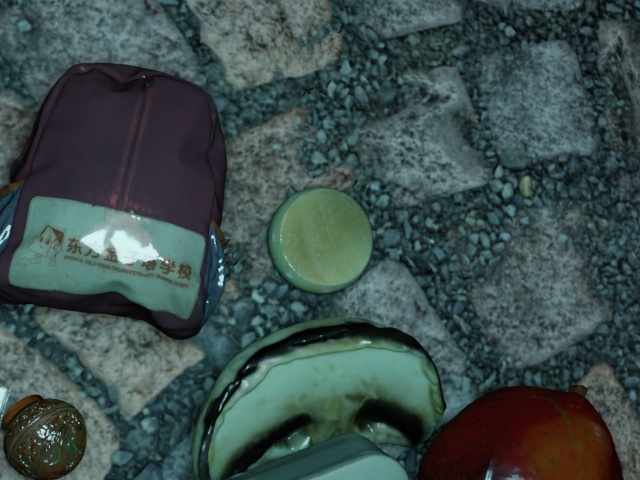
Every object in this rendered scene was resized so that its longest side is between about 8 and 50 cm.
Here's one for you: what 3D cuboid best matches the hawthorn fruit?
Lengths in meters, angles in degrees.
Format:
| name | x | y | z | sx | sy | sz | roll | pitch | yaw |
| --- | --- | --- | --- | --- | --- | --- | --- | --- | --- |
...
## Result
| name | x | y | z | sx | sy | sz | roll | pitch | yaw |
| --- | --- | --- | --- | --- | --- | --- | --- | --- | --- |
| hawthorn fruit | 0.266 | 0.305 | 1.418 | 0.265 | 0.265 | 0.307 | 40 | 55 | -9 |

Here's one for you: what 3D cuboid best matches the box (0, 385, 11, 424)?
| name | x | y | z | sx | sy | sz | roll | pitch | yaw |
| --- | --- | --- | --- | --- | --- | --- | --- | --- | --- |
| box | -0.459 | 0.275 | 1.284 | 0.129 | 0.033 | 0.247 | 19 | 75 | -16 |

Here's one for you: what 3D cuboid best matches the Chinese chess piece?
| name | x | y | z | sx | sy | sz | roll | pitch | yaw |
| --- | --- | --- | --- | --- | --- | --- | --- | --- | --- |
| Chinese chess piece | 0.000 | 0.000 | 1.476 | 0.144 | 0.058 | 0.144 | 2 | 82 | -18 |

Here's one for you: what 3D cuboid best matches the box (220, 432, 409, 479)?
| name | x | y | z | sx | sy | sz | roll | pitch | yaw |
| --- | --- | --- | --- | --- | --- | --- | --- | --- | --- |
| box | -0.056 | 0.469 | 1.309 | 0.397 | 0.111 | 0.395 | -17 | 103 | -20 |

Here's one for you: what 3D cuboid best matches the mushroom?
| name | x | y | z | sx | sy | sz | roll | pitch | yaw |
| --- | --- | --- | --- | --- | --- | --- | --- | --- | --- |
| mushroom | -0.012 | 0.216 | 1.405 | 0.344 | 0.130 | 0.247 | -23 | 116 | -18 |

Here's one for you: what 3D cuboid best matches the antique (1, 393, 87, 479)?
| name | x | y | z | sx | sy | sz | roll | pitch | yaw |
| --- | --- | --- | --- | --- | --- | --- | --- | --- | --- |
| antique | -0.323 | 0.235 | 1.302 | 0.104 | 0.104 | 0.104 | 3 | 80 | -18 |

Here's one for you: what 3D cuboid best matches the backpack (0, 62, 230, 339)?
| name | x | y | z | sx | sy | sz | roll | pitch | yaw |
| --- | --- | --- | --- | --- | --- | --- | --- | --- | --- |
| backpack | -0.244 | -0.058 | 1.330 | 0.283 | 0.197 | 0.317 | 13 | 72 | -15 |
